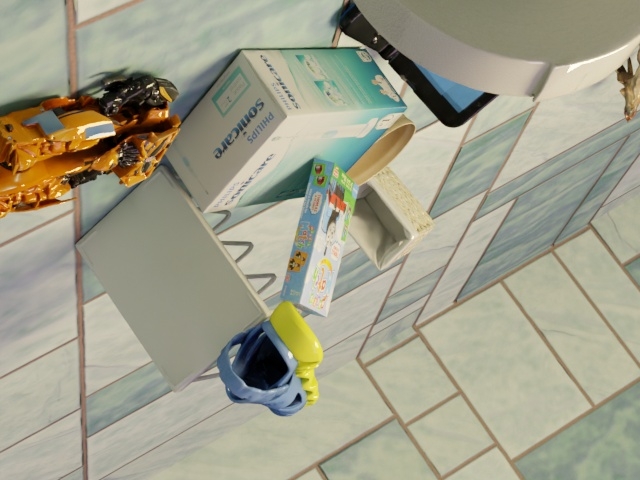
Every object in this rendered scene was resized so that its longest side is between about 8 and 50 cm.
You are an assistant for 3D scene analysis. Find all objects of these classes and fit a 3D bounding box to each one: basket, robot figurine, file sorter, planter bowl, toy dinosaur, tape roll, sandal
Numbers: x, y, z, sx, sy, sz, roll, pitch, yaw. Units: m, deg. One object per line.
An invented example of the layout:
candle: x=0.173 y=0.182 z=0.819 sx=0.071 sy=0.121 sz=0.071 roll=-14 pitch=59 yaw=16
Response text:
basket: x=0.120 y=-0.046 z=2.502 sx=0.113 sy=0.167 sz=0.103 roll=-47 pitch=164 yaw=33
robot figurine: x=-0.300 y=-0.114 z=1.664 sx=0.291 sy=0.085 sz=0.211 roll=-18 pitch=157 yaw=-42
file sorter: x=-0.192 y=0.056 z=2.008 sx=0.193 sy=0.277 sz=0.173 roll=-40 pitch=166 yaw=17
planter bowl: x=0.058 y=-0.171 z=2.130 sx=0.162 sy=0.109 sz=0.162 roll=-37 pitch=165 yaw=-11
toy dinosaur: x=0.712 y=-0.400 z=2.733 sx=0.296 sy=0.127 sz=0.200 roll=-38 pitch=163 yaw=-2
tape roll: x=0.207 y=-0.338 z=1.493 sx=0.392 sy=0.392 sz=0.072 roll=-27 pitch=161 yaw=-25
sandal: x=-0.080 y=0.188 z=1.905 sx=0.138 sy=0.126 sz=0.317 roll=-31 pitch=159 yaw=-12

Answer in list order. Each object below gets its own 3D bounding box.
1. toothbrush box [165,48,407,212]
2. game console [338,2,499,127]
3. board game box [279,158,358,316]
toothbrush box: x=-0.049 y=-0.164 z=1.928 sx=0.295 sy=0.126 sz=0.216 roll=-14 pitch=154 yaw=-51
game console: x=0.216 y=-0.326 z=1.910 sx=0.293 sy=0.173 sz=0.250 roll=-40 pitch=162 yaw=16
board game box: x=0.000 y=0.000 z=1.966 sx=0.160 sy=0.039 sz=0.211 roll=36 pitch=68 yaw=-73
